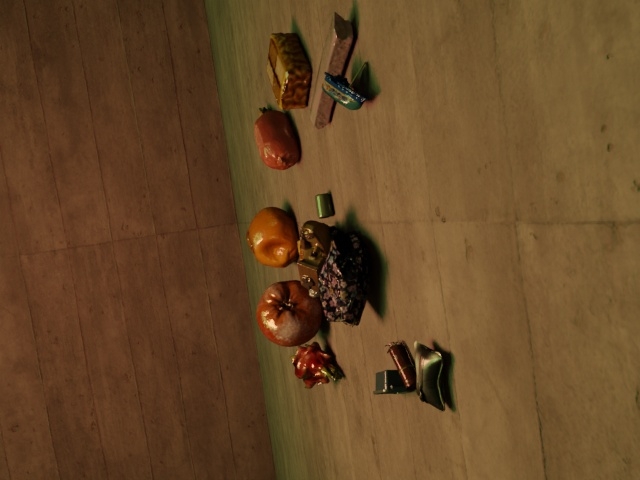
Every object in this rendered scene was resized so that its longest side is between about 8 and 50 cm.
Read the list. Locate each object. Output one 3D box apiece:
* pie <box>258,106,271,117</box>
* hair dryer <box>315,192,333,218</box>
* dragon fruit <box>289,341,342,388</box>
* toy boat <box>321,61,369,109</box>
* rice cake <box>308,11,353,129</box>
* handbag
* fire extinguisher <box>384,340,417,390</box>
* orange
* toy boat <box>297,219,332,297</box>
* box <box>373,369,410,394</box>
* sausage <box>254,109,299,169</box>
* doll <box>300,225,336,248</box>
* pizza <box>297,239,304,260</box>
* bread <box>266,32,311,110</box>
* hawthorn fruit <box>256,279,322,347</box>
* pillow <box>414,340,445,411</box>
[{"bbox_3d":[-0.204,-0.430,2.171,0.218,0.052,0.185,-131,30,-64],"label":"pie"},{"bbox_3d":[0.006,-0.099,1.701,0.150,0.047,0.071,130,131,-82],"label":"hair dryer"},{"bbox_3d":[-0.015,0.436,1.865,0.236,0.137,0.135,33,157,58],"label":"dragon fruit"},{"bbox_3d":[0.073,-0.367,1.274,0.110,0.091,0.175,-60,37,21],"label":"toy boat"},{"bbox_3d":[0.024,-0.426,1.418,0.365,0.056,0.073,111,151,-60],"label":"rice cake"},{"bbox_3d":[0.063,0.087,1.438,0.229,0.126,0.208,-99,18,-62],"label":"handbag"},{"bbox_3d":[0.192,0.285,1.280,0.056,0.039,0.132,-49,43,25],"label":"fire extinguisher"},{"bbox_3d":[-0.197,-0.010,2.143,0.249,0.183,0.249,170,90,-71],"label":"orange"},{"bbox_3d":[-0.012,0.066,1.570,0.088,0.121,0.321,20,145,24],"label":"toy boat"},{"bbox_3d":[0.173,0.344,1.328,0.099,0.074,0.054,127,146,-67],"label":"box"},{"bbox_3d":[-0.157,-0.349,1.921,0.148,0.148,0.255,101,152,-48],"label":"sausage"},{"bbox_3d":[0.000,0.000,1.665,0.219,0.090,0.067,135,126,-71],"label":"doll"},{"bbox_3d":[-0.028,0.052,1.837,0.292,0.058,0.197,-118,26,-47],"label":"pizza"},{"bbox_3d":[-0.104,-0.529,1.721,0.182,0.095,0.222,109,148,-53],"label":"bread"},{"bbox_3d":[-0.112,0.254,1.930,0.263,0.231,0.235,170,116,-73],"label":"hawthorn fruit"},{"bbox_3d":[0.228,0.283,1.141,0.091,0.055,0.136,-90,-3,-77],"label":"pillow"}]
